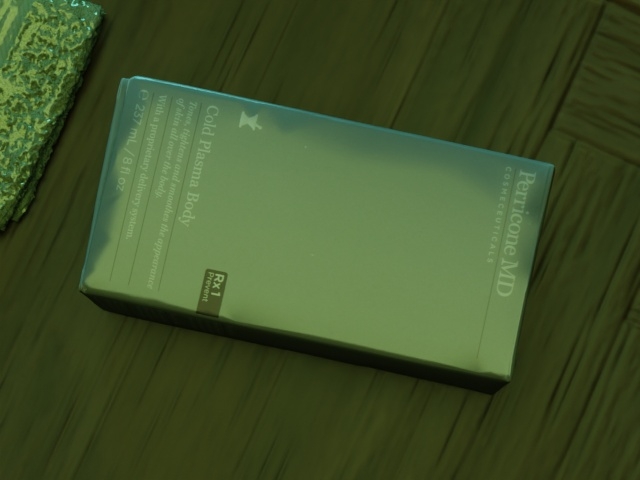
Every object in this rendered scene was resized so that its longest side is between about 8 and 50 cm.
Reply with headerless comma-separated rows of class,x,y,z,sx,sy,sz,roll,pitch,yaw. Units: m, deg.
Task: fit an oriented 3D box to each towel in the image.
towel,-0.196,-0.087,1.033,0.110,0.027,0.148,25,85,2

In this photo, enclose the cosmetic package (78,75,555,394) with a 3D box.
cosmetic package,0.000,0.000,0.987,0.237,0.107,0.127,10,81,4
